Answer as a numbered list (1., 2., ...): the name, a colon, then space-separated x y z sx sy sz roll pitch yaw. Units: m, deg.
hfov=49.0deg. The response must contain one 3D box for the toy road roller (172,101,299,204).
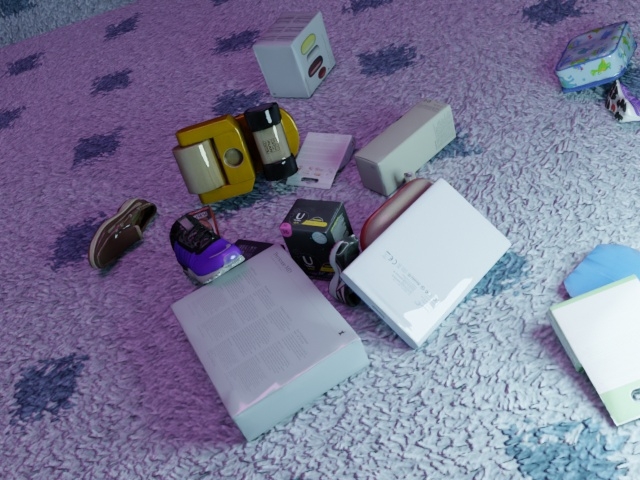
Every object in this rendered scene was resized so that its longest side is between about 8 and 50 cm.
1. toy road roller: -0.220 -0.255 1.921 0.330 0.202 0.240 -17 20 3

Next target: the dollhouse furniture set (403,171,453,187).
1. dollhouse furniture set: 0.259 -0.153 1.699 0.115 0.081 0.091 -8 42 15

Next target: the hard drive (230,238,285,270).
1. hard drive: -0.164 0.041 1.709 0.135 0.022 0.094 7 48 29

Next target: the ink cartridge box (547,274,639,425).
1. ink cartridge box: 0.531 0.193 1.230 0.171 0.056 0.235 -21 60 1

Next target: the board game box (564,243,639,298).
1. board game box: 0.562 0.082 1.355 0.169 0.033 0.133 -43 50 -17

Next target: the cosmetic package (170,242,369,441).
1. cosmetic package: -0.117 0.193 1.466 0.285 0.097 0.377 -32 41 -10

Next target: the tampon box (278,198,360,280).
1. tampon box: 0.000 0.000 1.579 0.121 0.161 0.101 5 47 28

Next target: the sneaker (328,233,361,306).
1. sneaker: 0.068 0.068 1.478 0.072 0.178 0.077 -32 52 -29

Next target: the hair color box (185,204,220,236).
1. hair color box: -0.305 -0.029 1.828 0.072 0.043 0.141 -22 41 -3

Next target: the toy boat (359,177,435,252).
1. toy boat: 0.180 -0.031 1.581 0.231 0.151 0.151 -41 14 -23

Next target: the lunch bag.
1. lunch bag: 0.715 -0.478 1.831 0.176 0.090 0.219 -10 32 40

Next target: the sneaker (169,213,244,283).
1. sneaker: -0.284 0.010 1.622 0.102 0.146 0.293 -33 16 -26

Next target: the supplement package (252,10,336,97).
1. supplement package: -0.078 -0.592 2.234 0.149 0.194 0.203 8 49 31

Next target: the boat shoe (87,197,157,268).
1. boat shoe: -0.523 -0.024 1.880 0.095 0.095 0.257 6 46 20

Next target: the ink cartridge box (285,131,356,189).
1. ink cartridge box: 0.003 -0.212 1.918 0.146 0.045 0.179 9 67 30

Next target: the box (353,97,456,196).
1. box: 0.220 -0.242 1.793 0.275 0.113 0.094 -39 43 -22

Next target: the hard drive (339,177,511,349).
1. hard drive: 0.221 0.041 1.448 0.210 0.040 0.319 45 66 6

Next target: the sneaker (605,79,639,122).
1. sneaker: 0.751 -0.334 1.722 0.071 0.068 0.169 10 41 -5
